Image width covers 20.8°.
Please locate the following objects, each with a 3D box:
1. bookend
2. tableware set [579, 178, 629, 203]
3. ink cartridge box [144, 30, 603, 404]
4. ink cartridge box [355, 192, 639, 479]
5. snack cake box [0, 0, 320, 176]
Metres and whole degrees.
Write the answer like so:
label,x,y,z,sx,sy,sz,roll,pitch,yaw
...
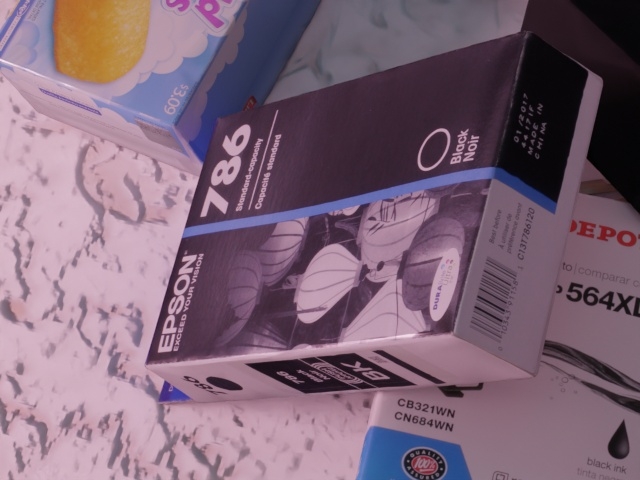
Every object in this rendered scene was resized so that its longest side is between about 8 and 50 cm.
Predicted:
label,x,y,z,sx,sy,sz,roll,pitch,yaw
bookend,0.216,-0.090,0.998,0.156,0.072,0.157,-5,36,-25
tableware set,0.119,-0.048,1.058,0.154,0.024,0.104,-7,64,14
ink cartridge box,0.000,0.000,0.952,0.332,0.065,0.165,-13,57,52
ink cartridge box,0.107,0.074,0.953,0.148,0.086,0.203,12,70,4
snack cake box,-0.079,-0.187,1.144,0.152,0.089,0.264,21,74,25
